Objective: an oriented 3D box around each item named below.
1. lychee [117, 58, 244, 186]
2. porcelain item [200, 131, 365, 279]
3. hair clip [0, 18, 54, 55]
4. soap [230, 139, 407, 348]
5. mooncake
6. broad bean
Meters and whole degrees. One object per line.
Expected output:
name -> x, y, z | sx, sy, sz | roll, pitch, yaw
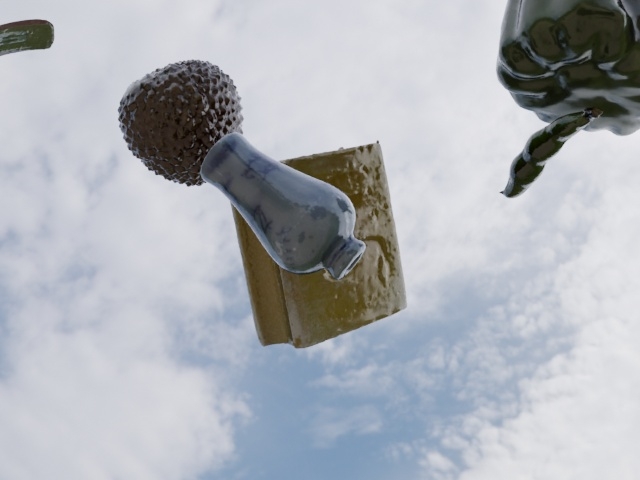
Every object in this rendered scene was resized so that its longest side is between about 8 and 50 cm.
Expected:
lychee -> -0.274, -0.234, 1.381 | 0.268, 0.267, 0.267 | 4, -55, 5
porcelain item -> -0.051, -0.047, 0.981 | 0.259, 0.141, 0.141 | 39, -56, 9
hair clip -> -0.396, -0.240, 0.841 | 0.022, 0.137, 0.054 | 51, -33, 7
soap -> 0.000, 0.000, 1.235 | 0.156, 0.294, 0.334 | -4, -83, 46
mooncake -> 0.456, -0.305, 1.101 | 0.352, 0.187, 0.351 | 12, -12, 3
broad bean -> 0.376, -0.152, 1.160 | 0.060, 0.043, 0.297 | 39, -26, 7
